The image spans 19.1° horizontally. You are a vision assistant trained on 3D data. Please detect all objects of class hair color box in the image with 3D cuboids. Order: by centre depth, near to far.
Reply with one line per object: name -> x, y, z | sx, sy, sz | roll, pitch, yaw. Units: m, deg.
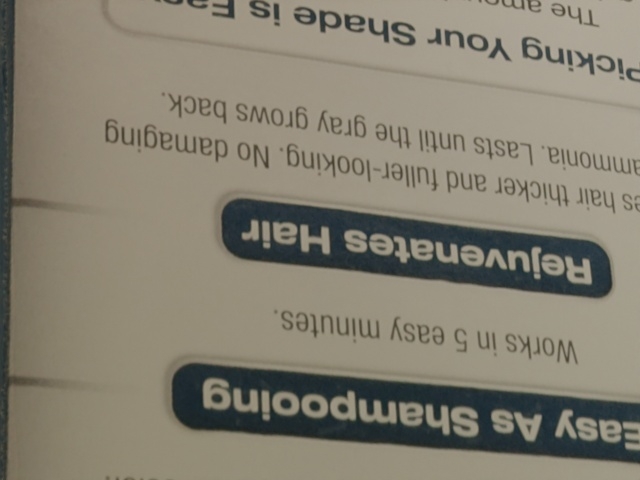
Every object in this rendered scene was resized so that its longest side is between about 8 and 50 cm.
hair color box -> 0.000, 0.000, 0.430 | 0.105, 0.174, 0.347 | 135, 137, -58
